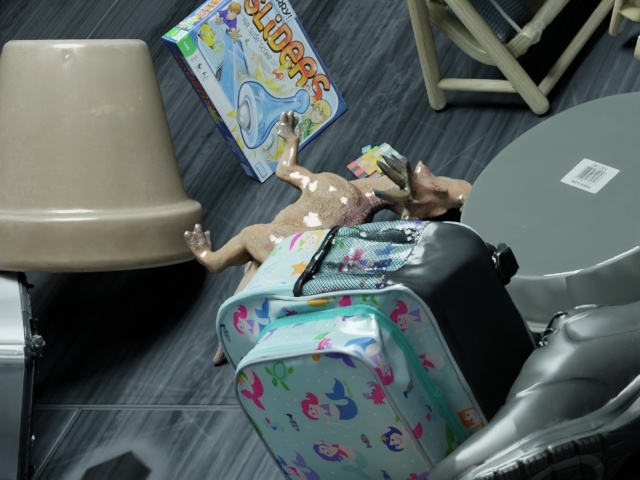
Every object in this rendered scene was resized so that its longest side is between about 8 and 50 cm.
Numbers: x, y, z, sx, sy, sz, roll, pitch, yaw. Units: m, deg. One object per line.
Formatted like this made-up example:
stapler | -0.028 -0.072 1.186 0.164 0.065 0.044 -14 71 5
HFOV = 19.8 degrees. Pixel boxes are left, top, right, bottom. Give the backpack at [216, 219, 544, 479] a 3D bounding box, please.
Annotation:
backpack | 0.037 0.103 1.507 0.253 0.225 0.191 2 40 46

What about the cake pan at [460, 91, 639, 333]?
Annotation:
cake pan | 0.254 -0.036 1.672 0.293 0.054 0.293 -21 33 15

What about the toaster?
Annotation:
toaster | -0.336 0.126 1.806 0.110 0.186 0.168 1 31 -14

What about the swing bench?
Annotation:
swing bench | 0.185 -0.308 1.907 0.165 0.255 0.253 6 48 43

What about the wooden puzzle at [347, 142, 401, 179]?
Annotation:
wooden puzzle | 0.058 -0.081 1.936 0.049 0.006 0.083 -35 33 -6

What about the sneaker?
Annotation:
sneaker | 0.196 0.123 1.415 0.286 0.109 0.130 -26 54 -17

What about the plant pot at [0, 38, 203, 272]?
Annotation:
plant pot | -0.253 -0.094 1.908 0.263 0.229 0.263 -1 6 0

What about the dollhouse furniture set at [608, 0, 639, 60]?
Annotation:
dollhouse furniture set | 0.372 -0.210 1.835 0.151 0.123 0.144 37 67 19

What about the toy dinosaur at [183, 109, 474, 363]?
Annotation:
toy dinosaur | 0.000 0.000 1.777 0.200 0.127 0.296 25 67 45

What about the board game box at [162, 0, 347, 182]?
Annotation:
board game box | -0.068 -0.182 1.994 0.136 0.201 0.035 -42 34 -16
